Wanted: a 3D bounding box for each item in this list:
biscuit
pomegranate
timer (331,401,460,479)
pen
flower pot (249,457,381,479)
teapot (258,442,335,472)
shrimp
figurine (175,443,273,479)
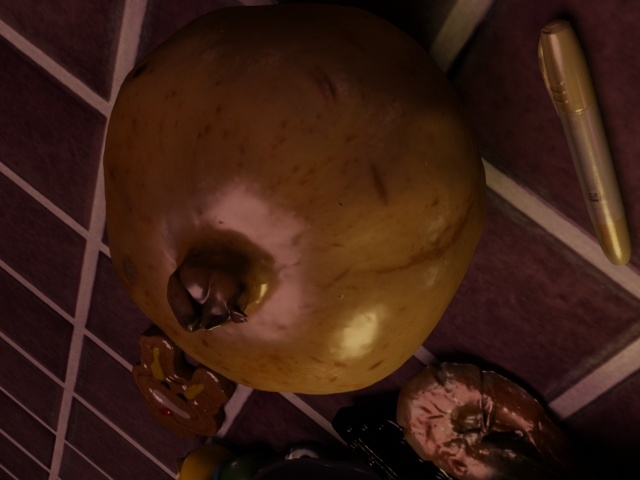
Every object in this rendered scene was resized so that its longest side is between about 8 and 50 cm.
[{"bbox_3d":[-0.233,0.250,1.543,0.186,0.044,0.295,35,145,13],"label":"biscuit"},{"bbox_3d":[-0.030,-0.033,0.769,0.343,0.342,0.342,26,143,21],"label":"pomegranate"},{"bbox_3d":[0.116,0.278,1.225,0.187,0.055,0.144,46,148,-15],"label":"timer"},{"bbox_3d":[0.213,-0.073,0.756,0.040,0.032,0.233,34,154,54],"label":"pen"},{"bbox_3d":[-0.012,0.473,1.297,0.265,0.265,0.243,21,125,27],"label":"flower pot"},{"bbox_3d":[-0.041,0.375,1.438,0.108,0.111,0.149,62,153,5],"label":"teapot"},{"bbox_3d":[0.223,0.231,1.054,0.294,0.062,0.154,24,121,8],"label":"shrimp"},{"bbox_3d":[-0.139,0.426,1.590,0.234,0.127,0.185,-21,121,42],"label":"figurine"}]
